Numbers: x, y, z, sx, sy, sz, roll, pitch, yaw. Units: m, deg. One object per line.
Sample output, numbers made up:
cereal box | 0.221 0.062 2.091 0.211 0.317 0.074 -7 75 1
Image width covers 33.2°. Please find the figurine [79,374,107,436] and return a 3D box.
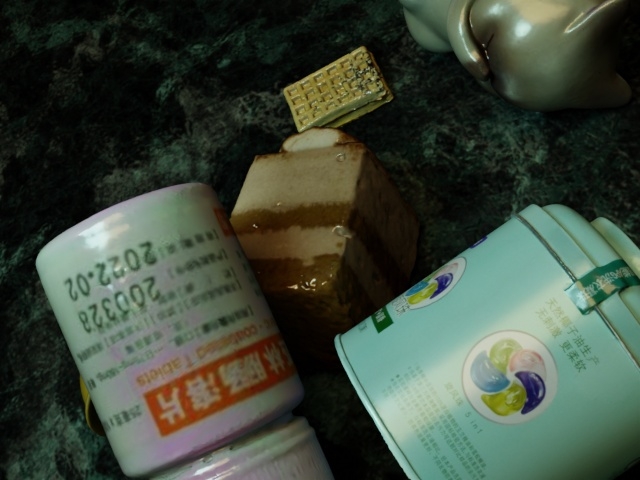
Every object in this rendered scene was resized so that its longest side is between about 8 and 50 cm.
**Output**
figurine | -0.180 0.181 1.378 0.257 0.192 0.167 10 31 7

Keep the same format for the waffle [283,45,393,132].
waffle | 0.025 -0.218 1.599 0.148 0.042 0.102 -27 52 10

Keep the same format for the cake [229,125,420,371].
cake | 0.000 0.000 1.382 0.196 0.198 0.293 -5 54 31

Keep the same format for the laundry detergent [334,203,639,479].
laundry detergent | 0.218 0.133 1.118 0.305 0.287 0.287 -35 51 4

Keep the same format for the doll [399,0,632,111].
doll | 0.241 -0.312 1.439 0.226 0.215 0.370 -25 48 -9

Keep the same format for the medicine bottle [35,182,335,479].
medicine bottle | -0.142 0.150 1.176 0.219 0.219 0.388 -25 84 12
